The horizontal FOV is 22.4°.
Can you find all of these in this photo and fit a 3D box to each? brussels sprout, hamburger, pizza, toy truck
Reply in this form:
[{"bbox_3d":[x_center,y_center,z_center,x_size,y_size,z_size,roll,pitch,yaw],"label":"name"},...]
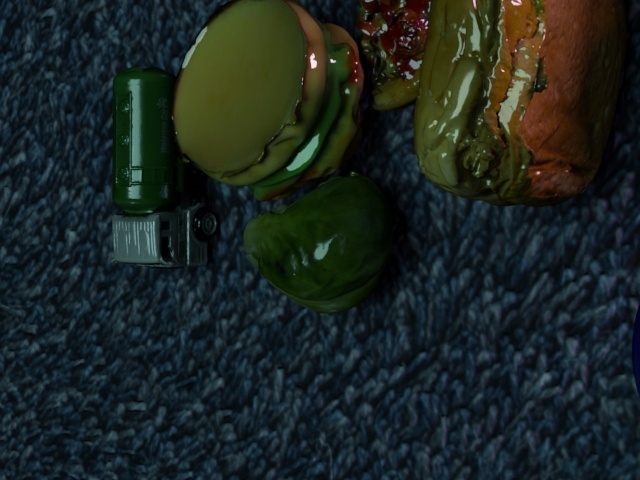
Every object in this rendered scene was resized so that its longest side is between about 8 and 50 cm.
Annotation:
[{"bbox_3d":[0.003,0.007,1.794,0.183,0.131,0.145,-31,67,32],"label":"brussels sprout"},{"bbox_3d":[0.192,-0.178,1.561,0.158,0.318,0.319,8,96,24],"label":"hamburger"},{"bbox_3d":[0.084,-0.252,1.779,0.193,0.053,0.201,47,116,26],"label":"pizza"},{"bbox_3d":[-0.196,-0.086,1.943,0.101,0.125,0.243,1,92,35],"label":"toy truck"},{"bbox_3d":[-0.043,-0.157,1.809,0.237,0.149,0.237,-18,63,40],"label":"hamburger"}]

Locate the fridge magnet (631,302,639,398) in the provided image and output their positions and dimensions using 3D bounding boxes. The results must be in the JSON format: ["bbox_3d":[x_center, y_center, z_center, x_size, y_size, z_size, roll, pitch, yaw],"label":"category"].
[{"bbox_3d":[0.417,0.107,1.506,0.265,0.112,0.265,1,91,35],"label":"fridge magnet"}]
